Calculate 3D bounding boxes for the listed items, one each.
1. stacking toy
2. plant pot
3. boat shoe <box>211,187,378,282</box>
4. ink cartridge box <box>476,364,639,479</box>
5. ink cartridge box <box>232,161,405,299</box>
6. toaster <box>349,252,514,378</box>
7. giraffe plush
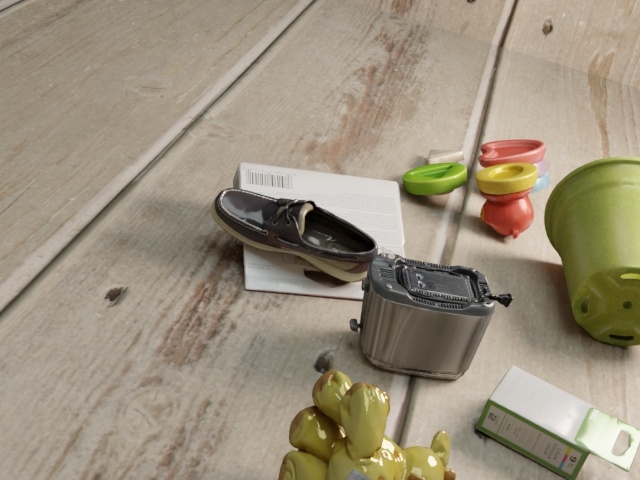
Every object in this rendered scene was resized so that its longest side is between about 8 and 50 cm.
[{"bbox_3d":[0.330,-0.104,2.089,0.280,0.130,0.309,-3,19,23],"label":"stacking toy"},{"bbox_3d":[0.530,0.035,1.765,0.276,0.276,0.254,16,40,1],"label":"plant pot"},{"bbox_3d":[-0.037,-0.025,1.645,0.285,0.092,0.103,25,54,-1],"label":"boat shoe"},{"bbox_3d":[0.339,0.269,1.434,0.209,0.062,0.109,26,31,18],"label":"ink cartridge box"},{"bbox_3d":[0.000,0.000,1.741,0.296,0.066,0.261,6,56,-16],"label":"ink cartridge box"},{"bbox_3d":[0.162,0.117,1.527,0.227,0.146,0.129,9,30,-9],"label":"toaster"},{"bbox_3d":[0.076,0.274,1.224,0.170,0.181,0.210,23,11,-32],"label":"giraffe plush"}]
